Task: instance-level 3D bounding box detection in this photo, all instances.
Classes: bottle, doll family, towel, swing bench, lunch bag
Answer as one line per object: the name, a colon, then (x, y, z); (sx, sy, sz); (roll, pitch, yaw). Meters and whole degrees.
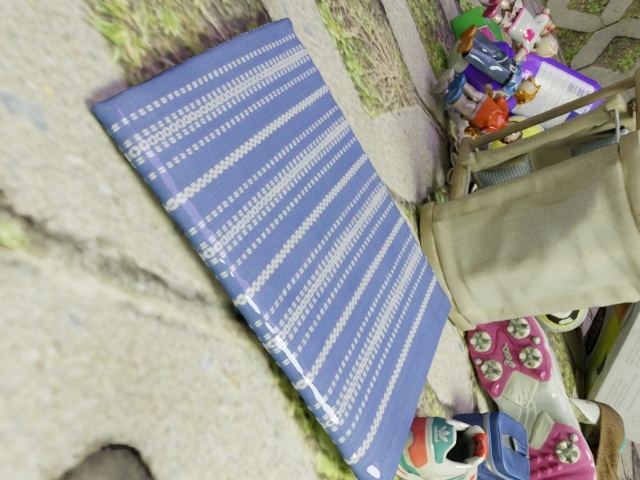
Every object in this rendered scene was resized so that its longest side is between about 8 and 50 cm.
bottle: (0.366, -0.283, 0.993); (0.282, 0.118, 0.092); (20, 27, -13)
doll family: (0.281, -0.255, 0.887); (0.163, 0.118, 0.263); (31, 76, -19)
towel: (0.000, 0.000, 0.449); (0.336, 0.040, 0.243); (58, 36, -17)
swing bench: (0.273, -0.043, 0.651); (0.165, 0.253, 0.255); (56, 45, -16)
lunch bag: (0.192, 0.227, 0.607); (0.098, 0.065, 0.067); (37, 46, -44)

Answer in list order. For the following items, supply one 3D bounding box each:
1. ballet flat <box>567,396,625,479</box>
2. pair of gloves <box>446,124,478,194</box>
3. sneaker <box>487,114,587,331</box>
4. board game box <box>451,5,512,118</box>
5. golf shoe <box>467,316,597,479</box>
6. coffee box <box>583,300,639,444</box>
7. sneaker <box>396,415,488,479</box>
ballet flat: (0.397, 0.324, 0.862); (0.124, 0.116, 0.342); (52, 37, 3)
pair of gloves: (0.255, -0.041, 0.858); (0.204, 0.042, 0.240); (24, 56, -51)
sneaker: (0.383, -0.038, 0.934); (0.147, 0.145, 0.385); (17, 58, -73)
board game box: (0.385, -0.307, 1.166); (0.242, 0.064, 0.317); (-15, 88, -58)
golf shoe: (0.282, 0.231, 0.706); (0.140, 0.115, 0.307); (9, 69, -59)
coffee box: (0.780, 0.223, 1.151); (0.334, 0.338, 0.338); (-46, 150, -55)
sneaker: (0.124, 0.201, 0.504); (0.161, 0.075, 0.057); (41, 44, -40)
